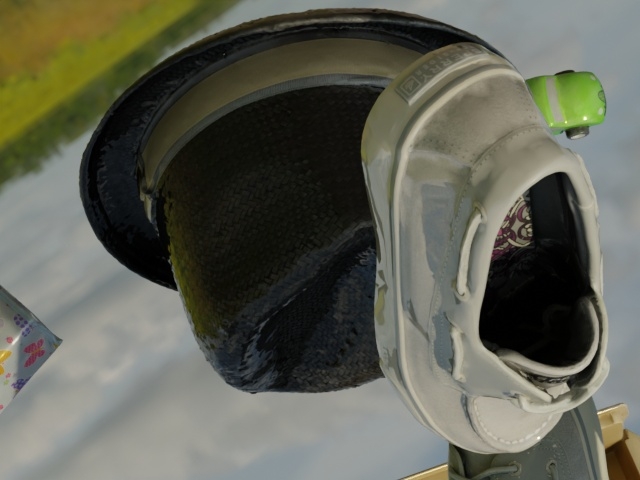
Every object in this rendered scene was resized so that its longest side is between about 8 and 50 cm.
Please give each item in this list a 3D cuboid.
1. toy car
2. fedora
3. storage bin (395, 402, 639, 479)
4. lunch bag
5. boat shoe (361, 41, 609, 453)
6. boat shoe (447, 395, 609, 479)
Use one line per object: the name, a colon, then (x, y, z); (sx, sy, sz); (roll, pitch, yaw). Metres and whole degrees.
toy car: (0.142, -0.108, 1.725); (0.225, 0.239, 0.053); (-14, 170, 20)
fedora: (0.000, 0.000, 1.241); (0.334, 0.152, 0.334); (-7, 151, -4)
storage bin: (0.151, 0.281, 1.323); (0.260, 0.262, 0.123); (-18, 159, -11)
lunch bag: (-0.193, 0.050, 1.023); (0.071, 0.083, 0.053); (-48, 150, -5)
boat shoe: (0.059, 0.019, 0.577); (0.066, 0.063, 0.184); (-27, 143, -17)
boat shoe: (0.110, 0.137, 1.053); (0.079, 0.227, 0.081); (-5, -156, 40)
